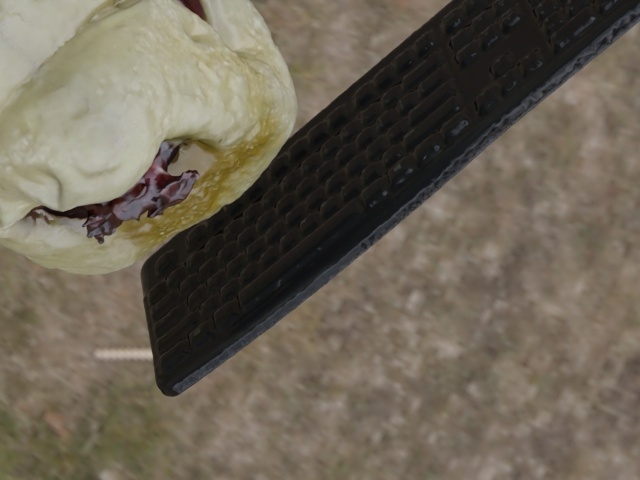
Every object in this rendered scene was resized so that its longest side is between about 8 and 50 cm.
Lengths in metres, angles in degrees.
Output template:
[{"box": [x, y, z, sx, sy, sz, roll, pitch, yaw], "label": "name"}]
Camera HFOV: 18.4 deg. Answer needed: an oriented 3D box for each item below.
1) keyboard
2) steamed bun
[{"box": [-0.010, -0.006, 0.855, 0.041, 0.103, 0.381, 33, 114, -29], "label": "keyboard"}, {"box": [-0.101, -0.064, 0.744, 0.141, 0.155, 0.172, -38, 97, 10], "label": "steamed bun"}]
